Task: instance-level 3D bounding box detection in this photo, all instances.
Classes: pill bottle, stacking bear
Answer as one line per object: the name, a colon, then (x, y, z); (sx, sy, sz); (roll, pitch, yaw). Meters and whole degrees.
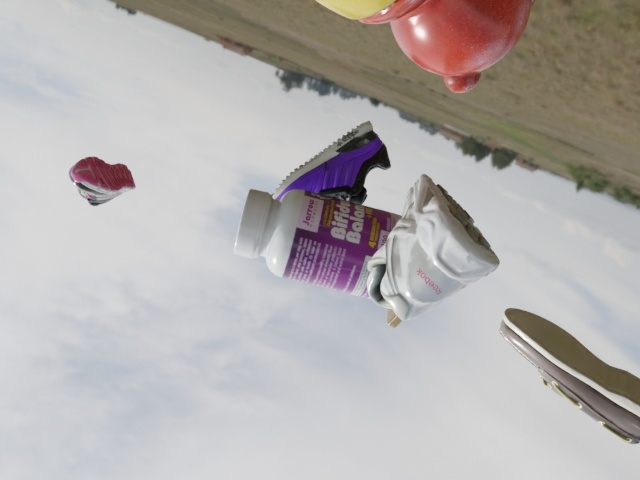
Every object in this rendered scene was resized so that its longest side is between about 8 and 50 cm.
pill bottle: (0.000, 0.000, 1.152); (0.301, 0.169, 0.169); (14, -165, -5)
stacking bear: (0.040, -0.230, 0.448); (0.289, 0.175, 0.164); (32, 178, -29)

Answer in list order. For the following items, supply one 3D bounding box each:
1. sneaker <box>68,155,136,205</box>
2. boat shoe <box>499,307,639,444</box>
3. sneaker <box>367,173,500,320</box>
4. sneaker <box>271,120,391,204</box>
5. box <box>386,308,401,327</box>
sneaker: (-0.357, -0.088, 0.985); (0.063, 0.074, 0.170); (62, -173, -1)
boat shoe: (0.463, 0.247, 1.140); (0.324, 0.097, 0.116); (33, -146, 15)
sneaker: (0.088, 0.008, 0.585); (0.090, 0.115, 0.232); (47, -167, 0)
sneaker: (0.028, -0.120, 1.352); (0.146, 0.293, 0.102); (54, -177, -1)
box: (0.189, 0.047, 1.163); (0.021, 0.201, 0.164); (27, -141, -13)
